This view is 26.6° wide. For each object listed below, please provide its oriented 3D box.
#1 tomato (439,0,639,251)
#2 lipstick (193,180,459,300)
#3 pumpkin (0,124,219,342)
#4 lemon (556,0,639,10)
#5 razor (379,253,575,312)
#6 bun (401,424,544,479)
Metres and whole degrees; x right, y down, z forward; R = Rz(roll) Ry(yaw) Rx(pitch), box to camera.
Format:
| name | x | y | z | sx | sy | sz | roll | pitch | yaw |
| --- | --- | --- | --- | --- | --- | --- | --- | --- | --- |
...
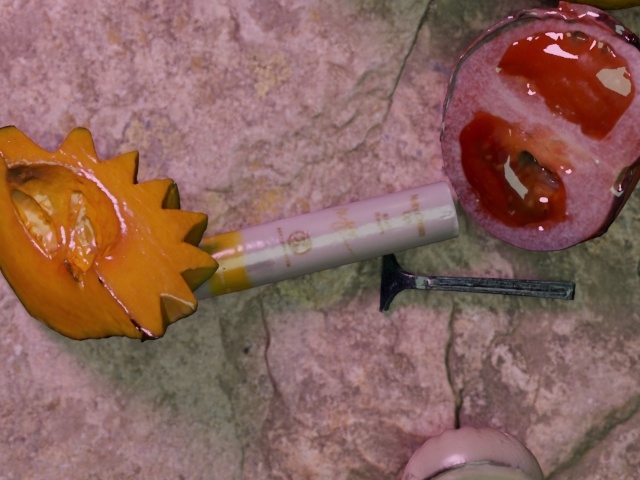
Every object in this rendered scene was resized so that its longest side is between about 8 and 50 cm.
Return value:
| name | x | y | z | sx | sy | sz | roll | pitch | yaw |
| --- | --- | --- | --- | --- | --- | --- | --- | --- | --- |
| tomato | 0.219 | -0.113 | 1.256 | 0.199 | 0.112 | 0.228 | 36 | 115 | 12 |
| lipstick | 0.000 | 0.000 | 1.280 | 0.264 | 0.059 | 0.059 | -14 | 96 | -2 |
| pumpkin | -0.203 | 0.008 | 1.255 | 0.254 | 0.149 | 0.130 | 46 | 50 | 16 |
| lemon | 0.261 | -0.300 | 1.207 | 0.256 | 0.188 | 0.188 | -9 | 96 | -2 |
| razor | 0.153 | 0.045 | 1.307 | 0.190 | 0.033 | 0.066 | 4 | 95 | -5 |
| bun | 0.144 | 0.222 | 1.295 | 0.138 | 0.094 | 0.138 | 0 | 131 | 0 |
